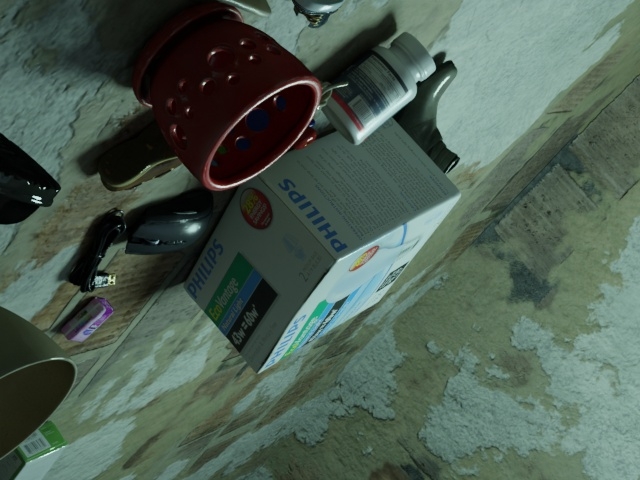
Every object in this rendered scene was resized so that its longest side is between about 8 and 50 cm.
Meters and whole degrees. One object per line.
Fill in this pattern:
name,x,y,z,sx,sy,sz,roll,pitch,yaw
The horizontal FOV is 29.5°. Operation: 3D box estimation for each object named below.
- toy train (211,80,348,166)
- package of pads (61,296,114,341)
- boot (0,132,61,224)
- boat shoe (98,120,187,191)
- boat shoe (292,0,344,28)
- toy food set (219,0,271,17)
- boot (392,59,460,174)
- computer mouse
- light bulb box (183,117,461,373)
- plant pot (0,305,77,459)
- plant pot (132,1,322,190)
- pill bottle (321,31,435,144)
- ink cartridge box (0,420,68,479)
toy train,-0.071,-0.162,1.836,0.248,0.105,0.143,-27,170,-41
package of pads,-0.382,0.131,2.000,0.083,0.032,0.050,-43,167,5
boot,-0.455,-0.012,1.242,0.260,0.131,0.348,-53,151,15
boat shoe,-0.221,-0.120,1.655,0.178,0.064,0.060,-29,167,-17
boat shoe,-0.006,-0.309,1.584,0.083,0.065,0.183,-48,179,30
toy food set,-0.012,-0.385,1.365,0.306,0.092,0.220,-46,164,17
boot,0.208,-0.201,2.259,0.246,0.161,0.083,-49,163,25
computer mouse,-0.269,0.014,1.900,0.262,0.060,0.184,-18,152,-54
light bulb box,0.000,0.000,2.195,0.361,0.225,0.358,-28,160,-43
plant pot,-0.487,0.176,1.576,0.284,0.191,0.284,-37,163,-13
plant pot,-0.121,-0.186,1.493,0.191,0.174,0.191,-37,165,-12
pill bottle,0.092,-0.248,1.957,0.180,0.108,0.108,-40,164,-6
ink cartridge box,-0.578,0.441,2.316,0.109,0.062,0.209,-19,154,-53
